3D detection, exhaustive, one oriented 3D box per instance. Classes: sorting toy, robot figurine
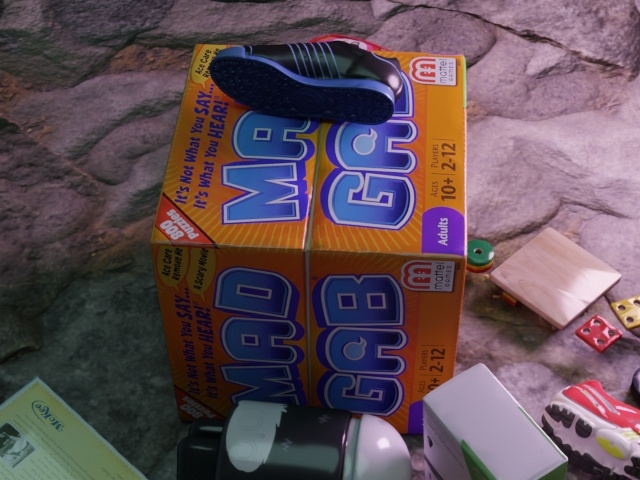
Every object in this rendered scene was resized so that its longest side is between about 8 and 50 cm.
[{"bbox_3d":[0.337,0.067,1.771,0.132,0.046,0.274,-36,56,-27],"label":"sorting toy"},{"bbox_3d":[-0.029,0.285,1.502,0.278,0.173,0.209,5,53,6],"label":"robot figurine"}]

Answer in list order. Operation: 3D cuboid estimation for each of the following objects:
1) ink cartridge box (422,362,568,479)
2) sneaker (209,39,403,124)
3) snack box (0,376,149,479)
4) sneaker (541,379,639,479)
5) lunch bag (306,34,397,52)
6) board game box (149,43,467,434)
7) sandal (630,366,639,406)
[{"bbox_3d":[0.200,0.276,1.470,0.092,0.219,0.160,-27,52,-18],"label":"ink cartridge box"},{"bbox_3d":[-0.014,-0.203,1.527,0.232,0.081,0.090,13,46,4],"label":"sneaker"},{"bbox_3d":[-0.295,0.327,1.473,0.322,0.060,0.187,39,58,18],"label":"snack box"},{"bbox_3d":[0.411,0.263,1.558,0.118,0.107,0.279,-31,56,-35],"label":"sneaker"},{"bbox_3d":[0.011,-0.199,1.973,0.258,0.120,0.293,20,52,19],"label":"lunch bag"},{"bbox_3d":[0.000,0.000,1.631,0.356,0.356,0.356,2,48,3],"label":"board game box"},{"bbox_3d":[0.492,0.246,1.598,0.097,0.054,0.254,-29,53,-22],"label":"sandal"}]
